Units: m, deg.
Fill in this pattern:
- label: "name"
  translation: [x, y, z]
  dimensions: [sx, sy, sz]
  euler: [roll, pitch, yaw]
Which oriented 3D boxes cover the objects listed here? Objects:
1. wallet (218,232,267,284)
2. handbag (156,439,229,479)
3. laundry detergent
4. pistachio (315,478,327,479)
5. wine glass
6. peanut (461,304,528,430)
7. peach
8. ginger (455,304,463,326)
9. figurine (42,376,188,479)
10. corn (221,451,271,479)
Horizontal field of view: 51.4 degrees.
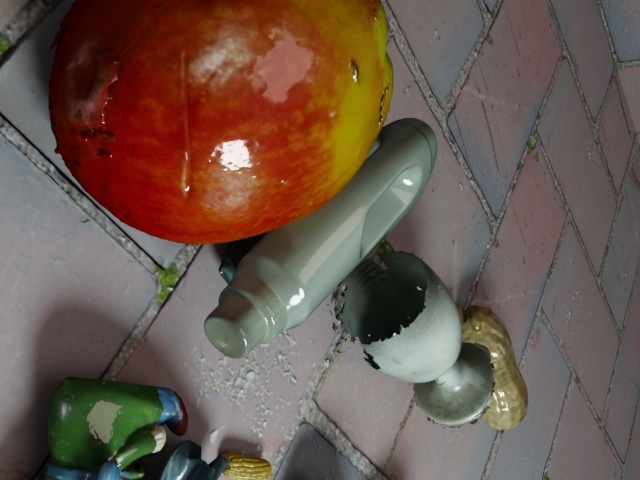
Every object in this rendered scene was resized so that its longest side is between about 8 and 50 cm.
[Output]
- label: "wallet"
  translation: [-0.099, 0.012, 0.938]
  dimensions: [0.129, 0.026, 0.088]
  euler: [-63, 145, -30]
- label: "handbag"
  translation: [-0.177, 0.355, 0.775]
  dimensions: [0.179, 0.062, 0.229]
  euler: [100, 12, -70]
- label: "laundry detergent"
  translation: [0.000, 0.000, 0.881]
  dimensions: [0.125, 0.264, 0.398]
  euler: [43, 46, 3]
- label: "pistachio"
  translation: [0.024, 0.503, 0.997]
  dimensions: [0.162, 0.181, 0.292]
  euler: [-13, 99, -11]
- label: "wine glass"
  translation: [0.170, 0.171, 1.137]
  dimensions: [0.357, 0.191, 0.190]
  euler: [45, 58, -40]
- label: "peanut"
  translation: [0.363, 0.268, 1.419]
  dimensions: [0.136, 0.120, 0.298]
  euler: [-107, 176, -67]
- label: "peach"
  translation: [-0.108, -0.175, 0.712]
  dimensions: [0.370, 0.370, 0.369]
  euler: [-1, 91, -50]
- label: "ginger"
  translation: [0.253, 0.209, 1.347]
  dimensions: [0.069, 0.051, 0.173]
  euler: [15, 85, -48]
- label: "figurine"
  translation: [-0.239, 0.271, 0.722]
  dimensions: [0.185, 0.127, 0.234]
  euler: [35, 54, -62]
- label: "corn"
  translation: [-0.104, 0.320, 0.934]
  dimensions: [0.092, 0.037, 0.037]
  euler: [30, 68, -48]
